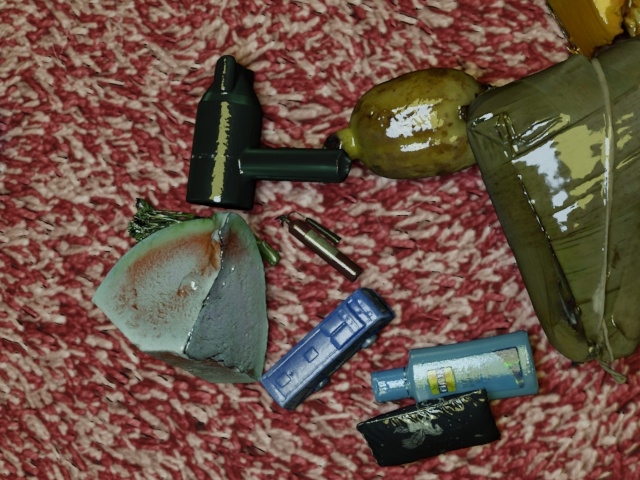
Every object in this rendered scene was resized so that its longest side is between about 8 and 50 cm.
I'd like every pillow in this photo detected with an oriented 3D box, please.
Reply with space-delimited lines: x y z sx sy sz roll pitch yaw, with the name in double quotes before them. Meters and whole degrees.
"pillow" 0.170 0.296 1.548 0.208 0.141 0.055 -16 45 8

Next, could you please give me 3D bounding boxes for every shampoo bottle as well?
"shampoo bottle" 0.209 0.214 1.574 0.258 0.061 0.104 -11 88 10

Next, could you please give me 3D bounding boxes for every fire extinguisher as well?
"fire extinguisher" 0.000 0.000 1.643 0.173 0.035 0.049 38 97 8

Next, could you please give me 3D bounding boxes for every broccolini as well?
"broccolini" -0.203 0.018 1.673 0.271 0.062 0.123 15 99 8

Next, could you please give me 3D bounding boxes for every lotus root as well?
"lotus root" 0.155 -0.183 1.570 0.314 0.141 0.169 -9 100 10

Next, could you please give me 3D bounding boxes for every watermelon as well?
"watermelon" -0.231 0.102 1.572 0.289 0.214 0.320 7 117 4

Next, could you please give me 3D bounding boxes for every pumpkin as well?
"pumpkin" 0.500 -0.392 1.493 0.303 0.225 0.256 0 90 5

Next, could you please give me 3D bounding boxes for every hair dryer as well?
"hair dryer" -0.074 -0.170 1.593 0.302 0.116 0.244 5 88 31

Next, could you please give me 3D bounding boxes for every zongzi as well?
"zongzi" 0.491 -0.046 1.376 0.467 0.218 0.500 -19 98 18

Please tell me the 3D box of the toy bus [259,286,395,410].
"toy bus" 0.012 0.176 1.596 0.236 0.094 0.079 -43 80 5
